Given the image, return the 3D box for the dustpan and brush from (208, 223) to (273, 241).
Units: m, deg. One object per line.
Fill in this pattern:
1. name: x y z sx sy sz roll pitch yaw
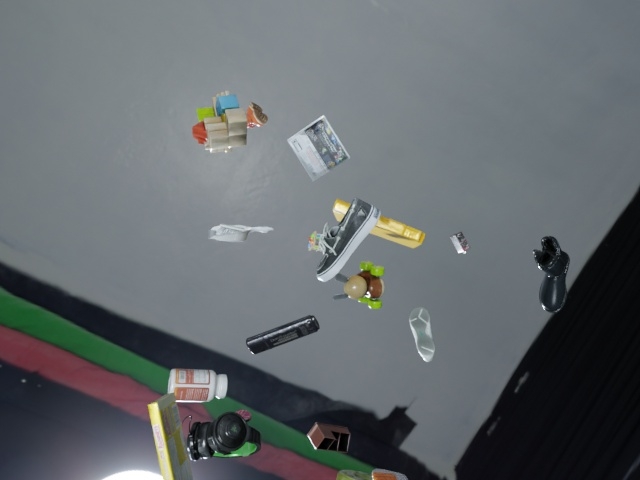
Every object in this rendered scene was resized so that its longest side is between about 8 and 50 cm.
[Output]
1. dustpan and brush: -0.264 -0.031 1.517 0.210 0.061 0.147 10 -169 -15

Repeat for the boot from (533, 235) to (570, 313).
1. boot: 0.828 0.125 1.644 0.094 0.247 0.207 8 168 44

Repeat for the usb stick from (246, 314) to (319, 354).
1. usb stick: -0.140 0.344 1.657 0.045 0.277 0.077 -95 -19 -62

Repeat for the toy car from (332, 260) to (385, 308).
1. toy car: 0.130 0.169 1.686 0.188 0.155 0.149 -2 -169 -26

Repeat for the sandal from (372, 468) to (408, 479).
1. sandal: 0.182 0.664 1.150 0.101 0.076 0.265 11 177 0

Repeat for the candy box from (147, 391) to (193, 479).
1. candy box: -0.308 0.430 0.942 0.105 0.027 0.206 68 -173 -82

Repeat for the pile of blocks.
1. pile of blocks: -0.269 -0.296 1.133 0.112 0.149 0.362 -11 -169 -17

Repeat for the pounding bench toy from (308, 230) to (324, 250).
1. pounding bench toy: 0.000 0.000 1.479 0.065 0.052 0.083 13 154 -17

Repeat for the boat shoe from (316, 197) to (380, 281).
1. boat shoe: 0.051 0.000 1.341 0.104 0.306 0.113 29 -140 -10

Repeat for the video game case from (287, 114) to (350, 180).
1. video game case: -0.007 -0.353 1.746 0.191 0.173 0.022 57 -166 -9

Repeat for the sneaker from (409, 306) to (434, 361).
1. sneaker: 0.266 0.246 1.191 0.061 0.053 0.152 71 -165 -47

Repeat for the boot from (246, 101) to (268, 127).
1. boot: -0.242 -0.441 1.668 0.059 0.085 0.158 23 -157 -32

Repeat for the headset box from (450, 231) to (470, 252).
1. headset box: 0.551 0.011 1.788 0.083 0.032 0.062 64 173 3

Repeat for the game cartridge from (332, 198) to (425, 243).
1. game cartridge: 0.207 -0.055 1.635 0.323 0.053 0.285 19 178 6

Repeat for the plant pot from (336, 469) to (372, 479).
1. plant pot: 0.138 0.950 1.448 0.365 0.354 0.366 13 161 4

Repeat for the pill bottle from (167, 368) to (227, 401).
1. pill bottle: -0.482 0.570 1.783 0.215 0.121 0.121 9 -169 -21

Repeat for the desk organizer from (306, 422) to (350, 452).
1. desk organizer: 0.031 0.541 1.241 0.130 0.047 0.050 28 -170 -39

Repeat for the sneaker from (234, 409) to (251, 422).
1. sneaker: -0.334 0.724 1.793 0.075 0.170 0.063 64 -156 -6

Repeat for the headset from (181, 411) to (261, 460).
1. headset: -0.377 0.714 1.586 0.394 0.243 0.185 45 -149 -40
